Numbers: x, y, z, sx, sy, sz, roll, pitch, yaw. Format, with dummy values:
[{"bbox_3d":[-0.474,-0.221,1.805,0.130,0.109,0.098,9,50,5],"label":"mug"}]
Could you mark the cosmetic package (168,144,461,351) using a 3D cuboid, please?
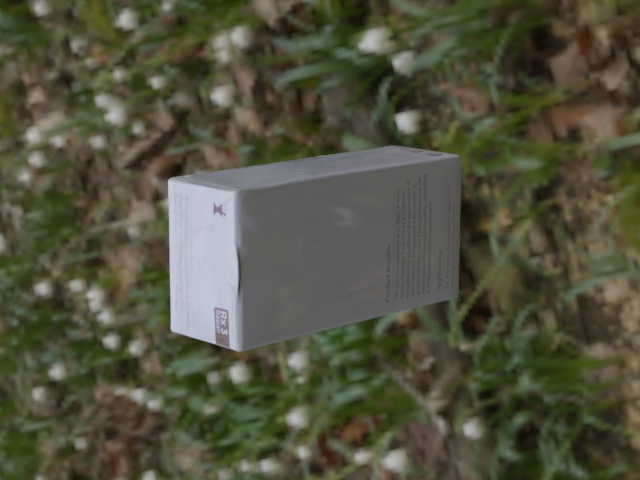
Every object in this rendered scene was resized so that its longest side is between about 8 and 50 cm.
[{"bbox_3d":[0.000,0.000,1.160,0.085,0.231,0.117,12,105,47],"label":"cosmetic package"}]
